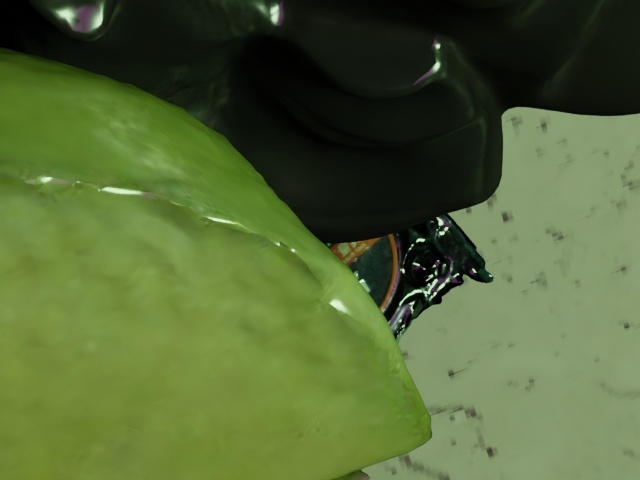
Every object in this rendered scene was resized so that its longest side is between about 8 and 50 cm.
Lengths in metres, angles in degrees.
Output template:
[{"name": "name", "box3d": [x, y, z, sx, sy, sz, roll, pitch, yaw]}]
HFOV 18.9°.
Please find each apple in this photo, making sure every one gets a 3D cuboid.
[{"name": "apple", "box3d": [-0.106, 0.096, 0.446, 0.257, 0.233, 0.295, -27, 102, -13]}]

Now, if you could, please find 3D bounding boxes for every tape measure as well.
[{"name": "tape measure", "box3d": [-0.002, 0.000, 0.612, 0.094, 0.054, 0.091, -32, 110, -13]}]

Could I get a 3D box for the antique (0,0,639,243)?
[{"name": "antique", "box3d": [0.052, -0.114, 0.492, 0.322, 0.255, 0.185, -16, 85, -26]}]
